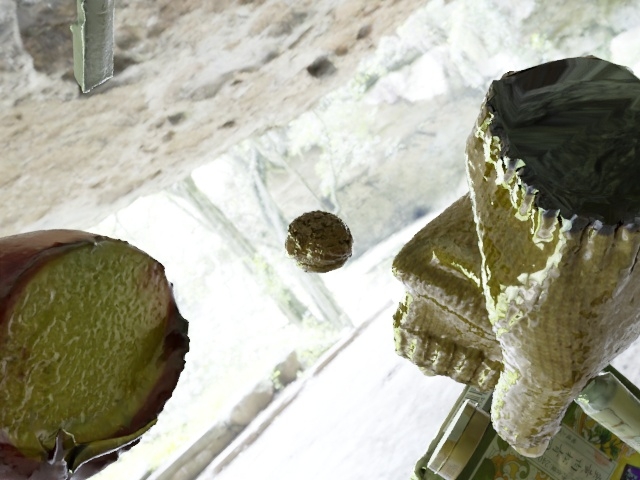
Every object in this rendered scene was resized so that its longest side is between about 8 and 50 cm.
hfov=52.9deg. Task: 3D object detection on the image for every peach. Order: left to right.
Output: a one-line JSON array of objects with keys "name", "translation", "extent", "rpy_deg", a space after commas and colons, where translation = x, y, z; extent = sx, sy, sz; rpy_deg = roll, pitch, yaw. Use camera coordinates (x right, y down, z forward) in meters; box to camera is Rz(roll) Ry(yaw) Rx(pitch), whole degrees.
[{"name": "peach", "translation": [-0.383, 0.156, 0.868], "extent": [0.310, 0.335, 0.406], "rpy_deg": [-13, 9, 22]}]

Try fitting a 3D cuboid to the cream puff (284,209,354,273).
[{"name": "cream puff", "translation": [-0.003, -0.003, 1.172], "extent": [0.126, 0.103, 0.144], "rpy_deg": [-7, 21, -9]}]

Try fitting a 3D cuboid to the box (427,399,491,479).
[{"name": "box", "translation": [0.180, 0.259, 0.833], "extent": [0.105, 0.037, 0.105], "rpy_deg": [-53, -16, -22]}]

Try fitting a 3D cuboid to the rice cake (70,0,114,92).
[{"name": "rice cake", "translation": [-0.332, -0.323, 0.936], "extent": [0.057, 0.052, 0.256], "rpy_deg": [-55, -4, -36]}]

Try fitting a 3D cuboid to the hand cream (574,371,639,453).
[{"name": "hand cream", "translation": [0.278, 0.169, 0.555], "extent": [0.039, 0.143, 0.061], "rpy_deg": [-50, 5, -18]}]

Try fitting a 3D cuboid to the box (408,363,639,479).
[{"name": "box", "translation": [0.427, 0.394, 1.168], "extent": [0.373, 0.420, 0.138], "rpy_deg": [-54, 14, -12]}]

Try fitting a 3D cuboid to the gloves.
[{"name": "gloves", "translation": [0.161, 0.032, 0.492], "extent": [0.155, 0.203, 0.356], "rpy_deg": [-13, -35, -17]}]
